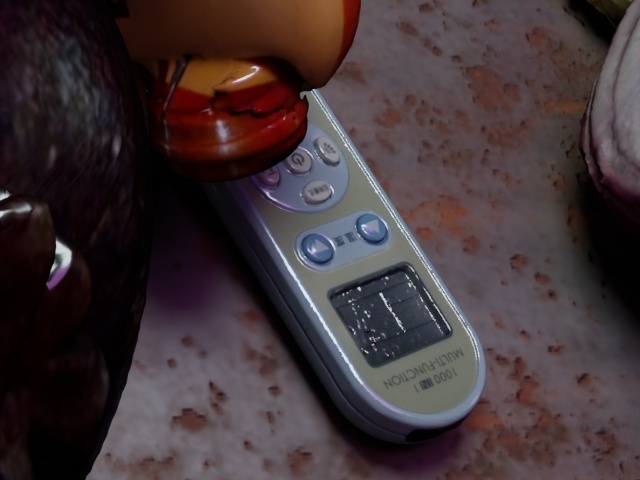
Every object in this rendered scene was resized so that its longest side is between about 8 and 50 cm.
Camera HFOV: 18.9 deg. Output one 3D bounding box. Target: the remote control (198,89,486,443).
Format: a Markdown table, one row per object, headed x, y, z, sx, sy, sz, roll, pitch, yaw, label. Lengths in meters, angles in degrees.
| x | y | z | sx | sy | sz | roll | pitch | yaw | label |
| --- | --- | --- | --- | --- | --- | --- | --- | --- | --- |
| 0.000 | 0.000 | 1.007 | 0.087 | 0.047 | 0.244 | -18 | 68 | -37 | remote control |

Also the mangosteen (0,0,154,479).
| x | y | z | sx | sy | sz | roll | pitch | yaw | label |
| --- | --- | --- | --- | --- | --- | --- | --- | --- | --- |
| -0.274 | -0.009 | 0.709 | 0.435 | 0.382 | 0.382 | 17 | 45 | 27 | mangosteen |

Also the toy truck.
| x | y | z | sx | sy | sz | roll | pitch | yaw | label |
| --- | --- | --- | --- | --- | --- | --- | --- | --- | --- |
| -0.081 | -0.166 | 0.964 | 0.265 | 0.189 | 0.239 | 6 | 36 | 30 | toy truck |

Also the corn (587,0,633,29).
| x | y | z | sx | sy | sz | roll | pitch | yaw | label |
| --- | --- | --- | --- | --- | --- | --- | --- | --- | --- |
| 0.275 | -0.179 | 1.229 | 0.260 | 0.091 | 0.091 | 0 | 47 | -30 | corn |

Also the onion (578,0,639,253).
| x | y | z | sx | sy | sz | roll | pitch | yaw | label |
| --- | --- | --- | --- | --- | --- | --- | --- | --- | --- |
| 0.332 | -0.081 | 1.064 | 0.260 | 0.337 | 0.282 | 33 | 28 | -34 | onion |
